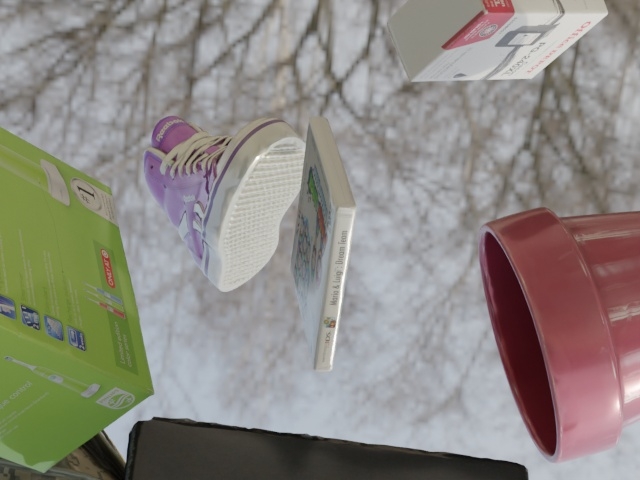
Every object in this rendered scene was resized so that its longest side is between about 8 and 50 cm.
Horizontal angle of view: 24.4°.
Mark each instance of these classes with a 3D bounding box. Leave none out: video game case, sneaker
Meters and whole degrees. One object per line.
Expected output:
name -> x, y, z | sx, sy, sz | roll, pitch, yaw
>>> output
video game case -> 0.000, 0.000, 1.154 | 0.019, 0.143, 0.157 | 2, -151, -10
sneaker -> -0.106, -0.067, 1.384 | 0.102, 0.282, 0.161 | -32, -104, -25

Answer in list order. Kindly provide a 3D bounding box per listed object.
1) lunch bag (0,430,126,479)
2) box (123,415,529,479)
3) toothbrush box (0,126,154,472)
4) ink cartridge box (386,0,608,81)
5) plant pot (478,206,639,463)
lunch bag -> -0.269, 0.213, 1.302 | 0.287, 0.169, 0.235 | 20, -169, -41
box -> -0.027, 0.453, 0.953 | 0.297, 0.471, 0.480 | 7, -148, -6
toothbrush box -> -0.267, 0.012, 1.025 | 0.283, 0.122, 0.206 | 33, -150, -45
ink cartridge box -> 0.150, -0.187, 1.249 | 0.150, 0.109, 0.063 | -6, -113, -38
plant pot -> 0.239, 0.057, 1.170 | 0.180, 0.201, 0.201 | -16, -156, -3
